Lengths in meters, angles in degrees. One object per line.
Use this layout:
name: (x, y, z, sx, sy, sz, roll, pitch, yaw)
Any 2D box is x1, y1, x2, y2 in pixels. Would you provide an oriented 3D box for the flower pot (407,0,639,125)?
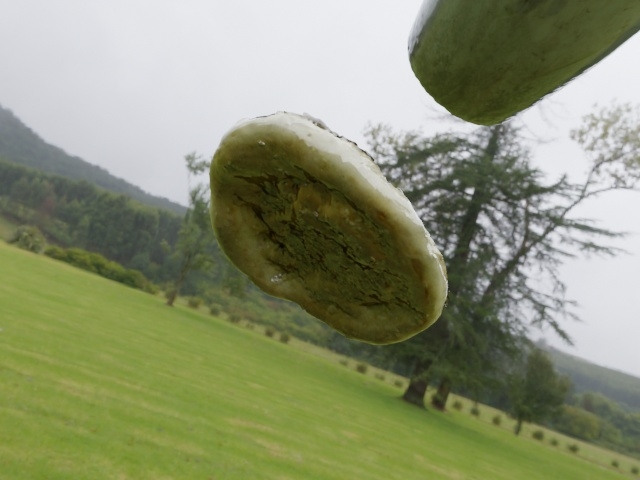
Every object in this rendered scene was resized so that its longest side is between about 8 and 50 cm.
flower pot: (0.290, -0.346, 0.888, 0.293, 0.294, 0.330, 19, -33, -18)

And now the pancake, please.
pancake: (0.001, 0.000, 0.631, 0.282, 0.049, 0.283, 23, -38, 19)
